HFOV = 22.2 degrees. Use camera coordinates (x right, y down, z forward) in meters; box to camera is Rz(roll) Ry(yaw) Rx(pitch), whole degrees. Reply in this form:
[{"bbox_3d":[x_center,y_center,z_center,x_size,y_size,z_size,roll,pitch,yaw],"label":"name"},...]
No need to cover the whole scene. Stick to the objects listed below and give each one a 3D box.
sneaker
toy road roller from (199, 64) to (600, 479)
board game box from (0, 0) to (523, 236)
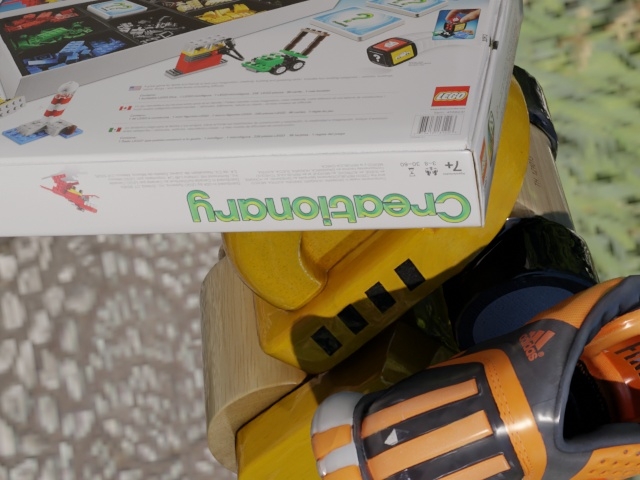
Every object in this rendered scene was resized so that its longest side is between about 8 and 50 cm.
[{"bbox_3d":[0.132,0.101,0.862,0.124,0.180,0.321,68,17,8],"label":"sneaker"},{"bbox_3d":[0.000,0.000,1.040,0.241,0.329,0.202,28,37,-33],"label":"toy road roller"},{"bbox_3d":[-0.053,-0.082,0.869,0.193,0.305,0.053,-72,156,-49],"label":"board game box"}]
